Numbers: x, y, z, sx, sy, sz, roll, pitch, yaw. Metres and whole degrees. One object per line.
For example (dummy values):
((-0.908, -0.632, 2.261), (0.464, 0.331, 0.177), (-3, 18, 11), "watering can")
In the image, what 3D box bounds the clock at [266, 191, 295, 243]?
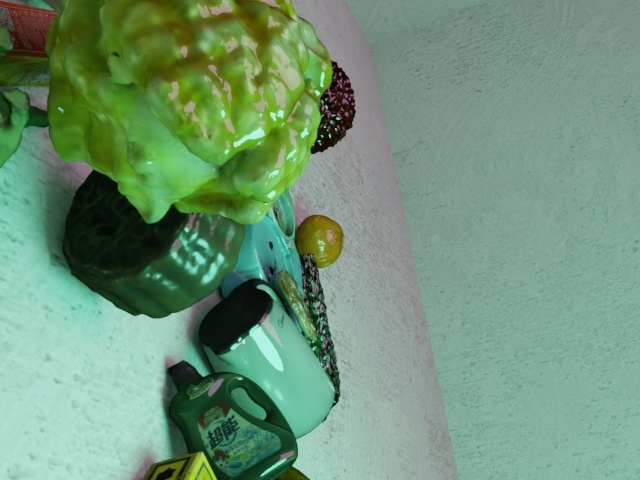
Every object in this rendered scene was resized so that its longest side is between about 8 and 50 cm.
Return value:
((-0.109, -0.057, 1.602), (0.148, 0.060, 0.188), (50, 29, -54), "clock")

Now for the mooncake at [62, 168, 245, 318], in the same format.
((-0.220, -0.021, 0.941), (0.124, 0.228, 0.228), (45, 32, -57), "mooncake")

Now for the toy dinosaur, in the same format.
((-0.387, -0.091, 0.797), (0.087, 0.301, 0.447), (41, 57, -12), "toy dinosaur")

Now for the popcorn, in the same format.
((-0.155, -0.170, 0.781), (0.335, 0.274, 0.279), (35, -11, 7), "popcorn")

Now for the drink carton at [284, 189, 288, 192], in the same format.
((-0.146, -0.164, 1.477), (0.142, 0.146, 0.144), (-92, 160, -63), "drink carton")

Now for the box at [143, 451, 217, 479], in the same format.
((-0.182, 0.422, 0.857), (0.301, 0.084, 0.193), (-63, 134, -67), "box")

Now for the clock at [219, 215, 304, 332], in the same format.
((-0.122, 0.049, 1.400), (0.274, 0.094, 0.223), (56, 22, -46), "clock")

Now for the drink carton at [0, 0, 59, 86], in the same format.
((-0.365, -0.239, 0.904), (0.223, 0.096, 0.071), (-37, 107, -72), "drink carton")

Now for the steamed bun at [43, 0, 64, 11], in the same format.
((-0.325, -0.505, 1.039), (0.339, 0.247, 0.352), (52, 22, -53), "steamed bun")

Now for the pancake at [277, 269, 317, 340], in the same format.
((-0.042, 0.117, 1.327), (0.151, 0.025, 0.151), (-24, 90, -88), "pancake")

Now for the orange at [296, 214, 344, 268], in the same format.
((0.000, 0.000, 1.798), (0.135, 0.117, 0.135), (50, 26, -37), "orange")

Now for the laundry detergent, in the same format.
((-0.138, 0.255, 1.055), (0.221, 0.144, 0.078), (51, -26, 23), "laundry detergent")

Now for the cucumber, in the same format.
((-0.017, 0.209, 1.578), (0.096, 0.096, 0.359), (24, 50, -68), "cucumber")

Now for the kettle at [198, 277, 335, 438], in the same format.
((-0.092, 0.186, 1.242), (0.236, 0.161, 0.221), (60, 27, -28), "kettle")

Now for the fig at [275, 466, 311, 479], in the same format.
((-0.100, 0.382, 1.096), (0.274, 0.145, 0.170), (51, 38, 7), "fig")

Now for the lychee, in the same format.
((-0.060, -0.335, 1.742), (0.264, 0.300, 0.264), (-161, -90, -90), "lychee")
